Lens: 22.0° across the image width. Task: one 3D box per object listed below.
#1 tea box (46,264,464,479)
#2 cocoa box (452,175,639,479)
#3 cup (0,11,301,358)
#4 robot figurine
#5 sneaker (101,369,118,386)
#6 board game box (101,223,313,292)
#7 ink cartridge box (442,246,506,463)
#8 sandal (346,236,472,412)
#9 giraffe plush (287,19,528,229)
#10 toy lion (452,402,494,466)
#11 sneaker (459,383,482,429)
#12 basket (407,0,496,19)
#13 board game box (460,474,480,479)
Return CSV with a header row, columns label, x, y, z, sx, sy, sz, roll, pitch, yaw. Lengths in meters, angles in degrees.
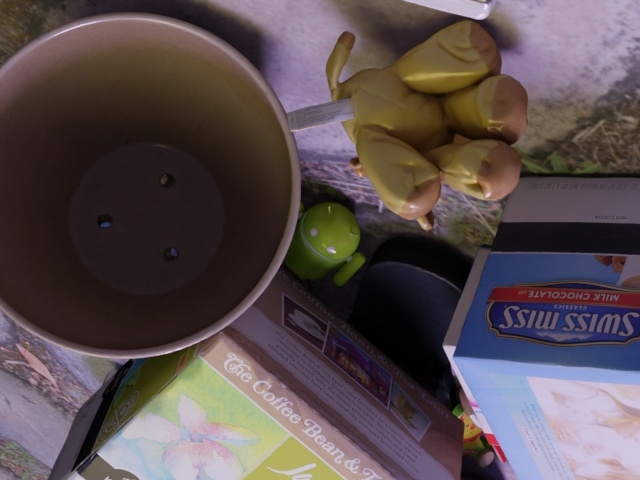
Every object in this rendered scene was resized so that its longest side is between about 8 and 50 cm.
label,x,y,z,sx,sy,sz,roll,pitch,yaw
tea box,-0.070,0.245,1.789,0.329,0.220,0.323,40,113,-12
cocoa box,0.311,0.133,1.607,0.231,0.228,0.347,3,142,31
cup,-0.185,-0.039,1.657,0.331,0.331,0.237,23,173,2
robot figurine,0.000,0.000,1.773,0.101,0.067,0.115,42,146,-5
sneaker,-0.230,0.275,2.312,0.104,0.095,0.236,3,142,19
board game box,-0.148,0.018,1.937,0.281,0.027,0.145,12,147,20
ink cartridge box,0.214,0.131,1.757,0.078,0.134,0.231,4,143,28
sandal,0.077,0.155,1.909,0.167,0.107,0.446,19,148,9
giraffe plush,0.089,-0.090,1.517,0.210,0.181,0.170,4,165,12
toy lion,0.185,0.225,1.978,0.100,0.096,0.034,10,-154,-46
sneaker,0.240,0.208,1.924,0.086,0.064,0.192,-2,145,34
basket,0.073,-0.264,1.297,0.167,0.113,0.103,17,145,12
board game box,0.069,0.341,2.068,0.291,0.141,0.232,15,177,14
